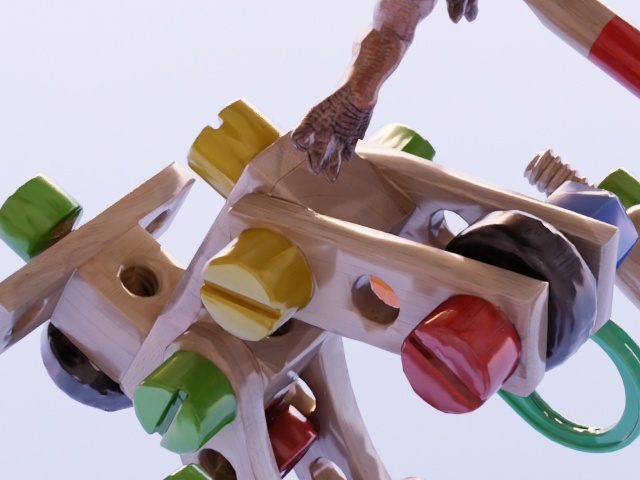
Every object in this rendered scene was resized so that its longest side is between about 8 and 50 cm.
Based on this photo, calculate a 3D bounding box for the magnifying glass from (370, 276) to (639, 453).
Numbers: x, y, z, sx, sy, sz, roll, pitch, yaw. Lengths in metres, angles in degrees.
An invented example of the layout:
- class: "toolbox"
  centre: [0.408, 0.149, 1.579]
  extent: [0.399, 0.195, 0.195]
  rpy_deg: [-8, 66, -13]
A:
- class: "magnifying glass"
  centre: [0.093, 0.052, 1.126]
  extent: [0.231, 0.092, 0.026]
  rpy_deg: [25, -139, 26]

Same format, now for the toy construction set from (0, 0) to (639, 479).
- class: "toy construction set"
  centre: [0.000, 0.000, 0.770]
  extent: [0.237, 0.257, 0.309]
  rpy_deg: [41, -108, 16]

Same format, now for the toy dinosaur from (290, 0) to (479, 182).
- class: "toy dinosaur"
  centre: [0.084, -0.139, 0.685]
  extent: [0.200, 0.127, 0.295]
  rpy_deg: [-23, -168, 33]
